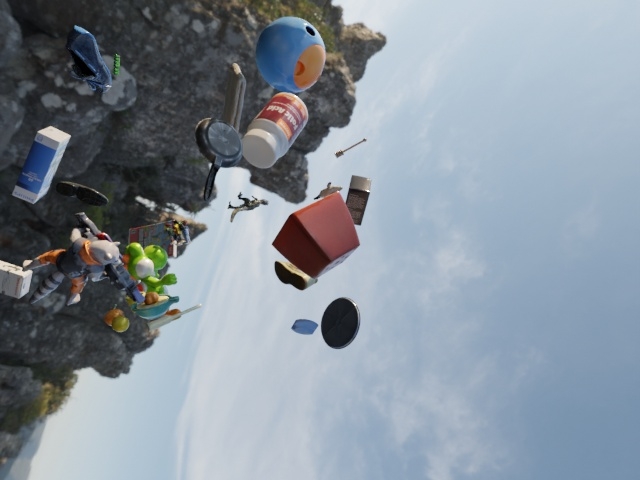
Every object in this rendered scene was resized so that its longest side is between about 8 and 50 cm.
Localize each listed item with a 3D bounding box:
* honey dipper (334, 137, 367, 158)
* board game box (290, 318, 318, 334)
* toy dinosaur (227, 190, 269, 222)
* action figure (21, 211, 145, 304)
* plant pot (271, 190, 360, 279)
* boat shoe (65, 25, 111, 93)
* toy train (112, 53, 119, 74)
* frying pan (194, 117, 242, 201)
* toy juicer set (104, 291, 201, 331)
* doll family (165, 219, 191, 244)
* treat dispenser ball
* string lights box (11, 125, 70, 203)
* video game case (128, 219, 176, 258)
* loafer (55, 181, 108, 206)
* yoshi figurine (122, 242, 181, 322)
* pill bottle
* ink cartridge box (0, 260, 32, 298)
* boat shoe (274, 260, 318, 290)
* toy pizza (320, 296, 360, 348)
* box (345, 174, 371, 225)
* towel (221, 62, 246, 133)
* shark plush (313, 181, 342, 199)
[{"bbox_3d":[0.140,-0.422,1.865,0.161,0.030,0.030,-27,-146,1],"label":"honey dipper"},{"bbox_3d":[-0.089,0.476,2.315,0.168,0.133,0.033,117,-15,-45],"label":"board game box"},{"bbox_3d":[-0.345,-0.158,1.833,0.118,0.268,0.063,26,-54,24],"label":"toy dinosaur"},{"bbox_3d":[-0.730,0.109,1.278,0.330,0.341,0.178,-30,-166,24],"label":"action figure"},{"bbox_3d":[0.000,0.000,1.684,0.235,0.267,0.267,55,-34,10],"label":"plant pot"},{"bbox_3d":[-0.724,-0.535,1.251,0.258,0.109,0.088,112,0,-70],"label":"boat shoe"},{"bbox_3d":[-0.838,-0.722,1.684,0.017,0.024,0.083,12,-81,25],"label":"toy train"},{"bbox_3d":[-0.386,-0.316,1.461,0.053,0.197,0.326,-22,-147,43],"label":"frying pan"},{"bbox_3d":[-0.606,0.236,1.412,0.329,0.209,0.089,-2,-74,28],"label":"toy juicer set"},{"bbox_3d":[-0.638,-0.040,1.850,0.193,0.076,0.111,130,-57,-83],"label":"doll family"},{"bbox_3d":[-0.123,-0.761,1.691,0.288,0.288,0.288,-43,-144,42],"label":"treat dispenser ball"},{"bbox_3d":[-1.024,-0.279,1.505,0.259,0.077,0.133,-58,-156,14],"label":"string lights box"},{"bbox_3d":[-0.883,0.015,2.145,0.286,0.025,0.203,-10,-108,14],"label":"video game case"},{"bbox_3d":[-0.854,-0.173,1.482,0.062,0.170,0.061,-62,-162,12],"label":"loafer"},{"bbox_3d":[-0.693,0.168,1.745,0.203,0.204,0.361,-86,155,-86],"label":"yoshi figurine"},{"bbox_3d":[-0.232,-0.554,2.060,0.224,0.224,0.392,-36,-158,48],"label":"pill bottle"},{"bbox_3d":[-1.156,0.142,1.513,0.056,0.136,0.099,-95,-153,-72],"label":"ink cartridge box"},{"bbox_3d":[-0.129,0.167,2.013,0.285,0.089,0.104,27,-58,46],"label":"boat shoe"},{"bbox_3d":[0.080,0.318,1.578,0.201,0.032,0.201,-23,-124,38],"label":"toy pizza"},{"bbox_3d":[0.183,-0.205,2.085,0.153,0.108,0.206,-74,176,-56],"label":"box"},{"bbox_3d":[-0.361,-0.568,1.708,0.187,0.049,0.282,-118,-143,-45],"label":"towel"},{"bbox_3d":[0.035,-0.231,2.064,0.161,0.067,0.073,-36,-100,31],"label":"shark plush"}]
